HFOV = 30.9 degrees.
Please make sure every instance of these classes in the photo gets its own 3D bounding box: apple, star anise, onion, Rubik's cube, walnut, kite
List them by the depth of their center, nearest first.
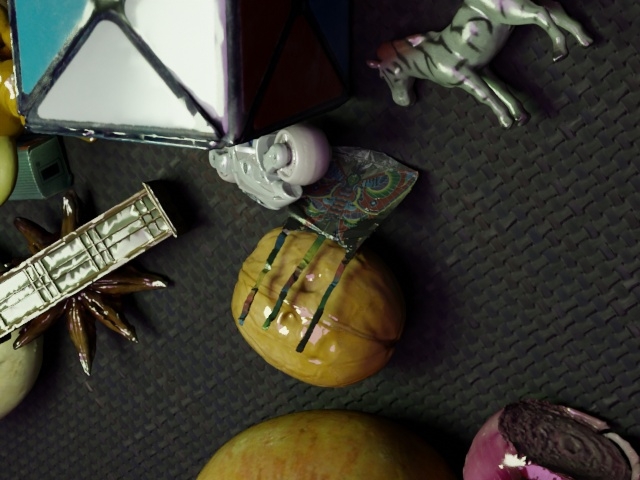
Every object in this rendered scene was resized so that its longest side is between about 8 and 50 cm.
[{"bbox_3d":[-0.159,-0.279,1.329,0.310,0.307,0.305,10,112,26],"label":"Rubik's cube"},{"bbox_3d":[0.274,0.304,1.388,0.208,0.200,0.200,4,114,-7],"label":"onion"},{"bbox_3d":[0.000,0.000,1.390,0.152,0.285,0.015,16,155,26],"label":"kite"},{"bbox_3d":[-0.003,0.080,1.455,0.226,0.193,0.193,36,122,17],"label":"walnut"},{"bbox_3d":[0.016,0.404,1.492,0.401,0.333,0.400,2,99,13],"label":"apple"},{"bbox_3d":[-0.351,0.060,1.703,0.272,0.102,0.271,1,95,7],"label":"star anise"}]

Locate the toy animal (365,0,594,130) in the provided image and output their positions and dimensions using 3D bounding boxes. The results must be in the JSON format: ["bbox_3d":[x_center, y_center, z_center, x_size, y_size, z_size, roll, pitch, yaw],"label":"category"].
[{"bbox_3d":[0.179,-0.199,1.301,0.255,0.090,0.170,-32,87,32],"label":"toy animal"}]

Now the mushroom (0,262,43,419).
[{"bbox_3d":[-0.609,0.170,1.772,0.315,0.356,0.315,46,160,22],"label":"mushroom"}]

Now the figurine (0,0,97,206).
[{"bbox_3d":[-0.506,-0.192,1.545,0.387,0.401,0.268,45,171,48],"label":"figurine"}]

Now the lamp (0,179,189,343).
[{"bbox_3d":[-0.344,0.034,1.605,0.325,0.090,0.089,-30,93,6],"label":"lamp"}]

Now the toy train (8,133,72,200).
[{"bbox_3d":[-0.562,-0.103,1.766,0.410,0.089,0.086,-1,113,30],"label":"toy train"}]

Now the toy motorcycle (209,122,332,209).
[{"bbox_3d":[-0.064,-0.092,1.426,0.254,0.112,0.112,5,114,62],"label":"toy motorcycle"}]
